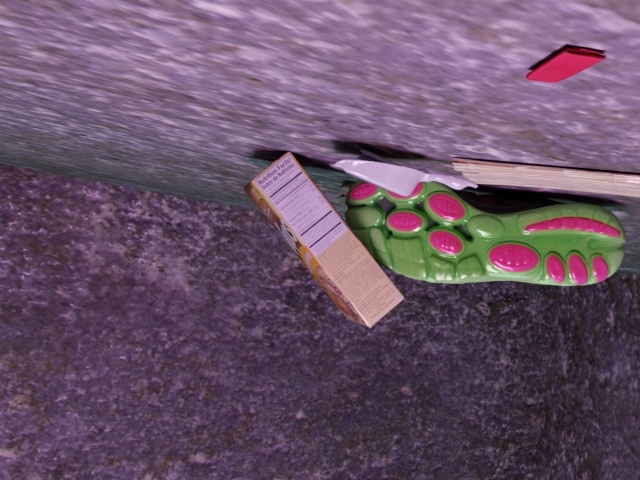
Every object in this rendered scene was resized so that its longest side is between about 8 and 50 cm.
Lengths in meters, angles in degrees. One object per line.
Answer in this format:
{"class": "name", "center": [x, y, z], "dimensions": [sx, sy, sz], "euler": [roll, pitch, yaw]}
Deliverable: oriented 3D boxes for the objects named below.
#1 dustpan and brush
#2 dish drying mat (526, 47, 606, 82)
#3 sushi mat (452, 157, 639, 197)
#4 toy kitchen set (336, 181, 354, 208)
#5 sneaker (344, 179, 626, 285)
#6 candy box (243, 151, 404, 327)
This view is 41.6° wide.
{"class": "dustpan and brush", "center": [0.124, -0.097, 1.240], "dimensions": [0.211, 0.060, 0.147], "euler": [22, -176, 2]}
{"class": "dish drying mat", "center": [0.189, -0.136, 0.654], "dimensions": [0.032, 0.008, 0.083], "euler": [8, 177, -6]}
{"class": "sushi mat", "center": [0.352, -0.086, 1.211], "dimensions": [0.316, 0.019, 0.151], "euler": [7, 179, 21]}
{"class": "toy kitchen set", "center": [0.083, -0.099, 1.735], "dimensions": [0.083, 0.075, 0.068], "euler": [52, 156, -19]}
{"class": "sneaker", "center": [0.276, -0.006, 1.488], "dimensions": [0.482, 0.185, 0.202], "euler": [11, 180, 6]}
{"class": "candy box", "center": [0.000, 0.000, 1.479], "dimensions": [0.316, 0.087, 0.183], "euler": [51, 171, -6]}
